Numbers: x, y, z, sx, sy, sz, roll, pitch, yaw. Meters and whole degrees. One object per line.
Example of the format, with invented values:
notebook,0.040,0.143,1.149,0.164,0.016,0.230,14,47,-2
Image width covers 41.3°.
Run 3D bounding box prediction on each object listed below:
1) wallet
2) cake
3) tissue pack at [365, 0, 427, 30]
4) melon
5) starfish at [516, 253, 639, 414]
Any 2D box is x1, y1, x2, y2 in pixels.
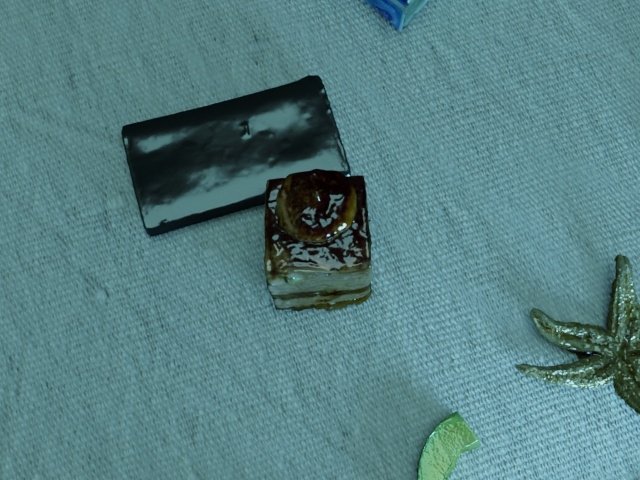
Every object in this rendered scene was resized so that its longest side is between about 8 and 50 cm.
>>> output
wallet,-0.163,-0.165,1.631,0.406,0.062,0.228,-16,79,-5
cake,0.000,0.000,1.484,0.196,0.293,0.199,-2,74,-2
tissue pack,0.128,-0.586,1.688,0.263,0.146,0.198,41,81,5
melon,0.228,0.413,1.520,0.118,0.064,0.209,21,75,3
starfish,0.555,0.207,1.559,0.375,0.094,0.327,-25,69,-1
